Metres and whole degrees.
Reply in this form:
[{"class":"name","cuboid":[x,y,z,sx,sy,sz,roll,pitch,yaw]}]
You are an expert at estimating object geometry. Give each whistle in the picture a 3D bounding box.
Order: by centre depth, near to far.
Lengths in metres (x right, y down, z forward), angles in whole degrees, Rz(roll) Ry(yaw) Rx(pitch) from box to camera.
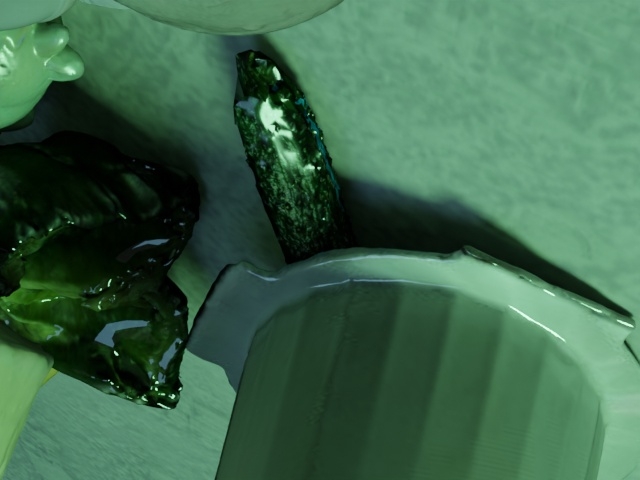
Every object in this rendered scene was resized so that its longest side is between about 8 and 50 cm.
[{"class":"whistle","cuboid":[-0.212,-0.094,0.701,0.253,0.106,0.102,-17,102,53]}]

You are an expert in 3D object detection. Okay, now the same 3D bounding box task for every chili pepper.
[{"class":"chili pepper","cuboid":[-0.153,0.005,0.773,0.148,0.116,0.264,21,162,12]}]

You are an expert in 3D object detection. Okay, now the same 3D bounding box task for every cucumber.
[{"class":"cucumber","cuboid":[-0.001,0.001,0.688,0.044,0.043,0.256,11,143,26]}]

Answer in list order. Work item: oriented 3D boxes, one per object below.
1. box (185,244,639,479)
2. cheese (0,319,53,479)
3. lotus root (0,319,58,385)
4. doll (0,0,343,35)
[{"class":"box","cuboid":[0.039,0.171,0.679,0.262,0.206,0.291,-3,136,26]},{"class":"cheese","cuboid":[-0.317,0.063,0.653,0.332,0.153,0.292,16,174,26]},{"class":"lotus root","cuboid":[-0.236,0.061,0.946,0.159,0.135,0.095,-21,120,40]},{"class":"doll","cuboid":[-0.084,-0.139,0.475,0.287,0.151,0.151,1,137,49]}]
